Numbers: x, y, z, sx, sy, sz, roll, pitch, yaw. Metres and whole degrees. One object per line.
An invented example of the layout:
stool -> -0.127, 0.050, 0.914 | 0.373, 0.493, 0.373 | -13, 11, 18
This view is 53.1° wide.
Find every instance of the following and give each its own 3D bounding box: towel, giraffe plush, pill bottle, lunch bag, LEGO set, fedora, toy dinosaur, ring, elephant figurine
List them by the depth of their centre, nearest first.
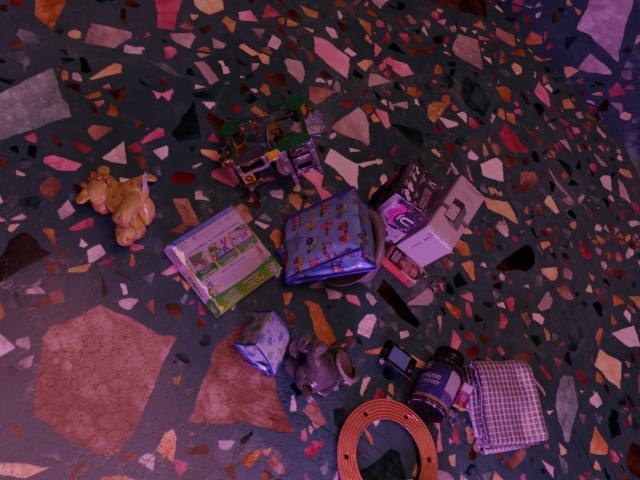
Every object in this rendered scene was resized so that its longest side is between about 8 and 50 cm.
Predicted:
giraffe plush -> -0.552, -0.111, 1.716 | 0.170, 0.210, 0.181 | 16, 24, 6
lunch bag -> -0.148, 0.285, 1.778 | 0.151, 0.096, 0.129 | 54, 48, -33
elephant figurine -> 0.033, 0.357, 1.816 | 0.239, 0.169, 0.186 | 20, 86, -37
ring -> 0.191, 0.624, 1.836 | 0.336, 0.032, 0.337 | 12, 62, -23
lunch bag -> 0.000, 0.000, 1.900 | 0.138, 0.293, 0.221 | 48, 32, -53
pill bottle -> 0.362, 0.436, 1.965 | 0.123, 0.123, 0.219 | 39, 54, -7
LEGO set -> -0.138, -0.277, 1.992 | 0.331, 0.192, 0.255 | -27, 56, 0
toy dinosaur -> 0.417, 0.539, 1.998 | 0.082, 0.047, 0.090 | 24, 44, -38
fedora -> 0.117, 0.034, 1.999 | 0.124, 0.243, 0.276 | 35, 44, -47
towel -> 0.587, 0.524, 2.047 | 0.235, 0.121, 0.284 | 4, 65, -26
LEGO set -> 0.382, 0.146, 2.179 | 0.083, 0.023, 0.054 | 39, 54, -7

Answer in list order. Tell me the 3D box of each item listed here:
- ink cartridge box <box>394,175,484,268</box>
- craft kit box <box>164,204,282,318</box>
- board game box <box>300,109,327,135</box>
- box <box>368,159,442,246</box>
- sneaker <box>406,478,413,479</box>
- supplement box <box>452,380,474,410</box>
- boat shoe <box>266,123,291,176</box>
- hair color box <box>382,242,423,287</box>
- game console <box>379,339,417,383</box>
ink cartridge box -> 0.399, -0.056, 2.174 | 0.121, 0.211, 0.289 | 44, 55, -5
craft kit box -> -0.276, 0.056, 1.845 | 0.250, 0.061, 0.247 | -36, 84, -36
board game box -> -0.031, -0.408, 2.226 | 0.090, 0.020, 0.090 | -18, 76, -33
box -> 0.259, -0.113, 2.100 | 0.142, 0.247, 0.163 | 33, 55, -10
sneaker -> 0.297, 0.719, 1.797 | 0.152, 0.053, 0.061 | 31, 53, -12
supplement box -> 0.437, 0.484, 2.008 | 0.043, 0.055, 0.083 | 29, 79, -14
boat shoe -> -0.122, -0.308, 2.094 | 0.068, 0.072, 0.190 | -11, 73, -33
hair color box -> 0.266, 0.083, 2.134 | 0.141, 0.043, 0.072 | 41, 53, -6
game console -> 0.249, 0.370, 1.967 | 0.122, 0.071, 0.107 | 39, 54, -7
